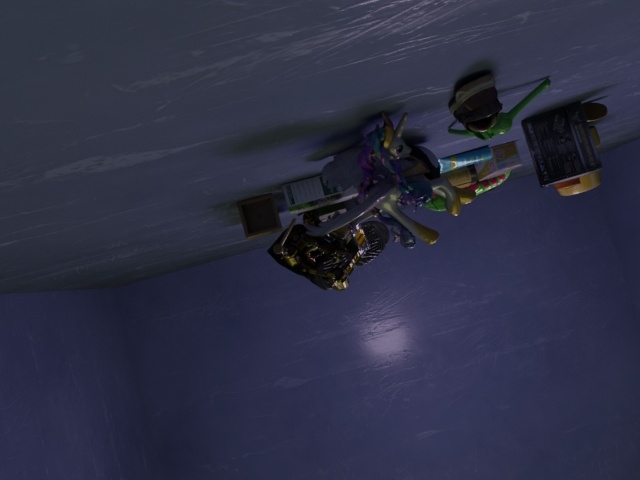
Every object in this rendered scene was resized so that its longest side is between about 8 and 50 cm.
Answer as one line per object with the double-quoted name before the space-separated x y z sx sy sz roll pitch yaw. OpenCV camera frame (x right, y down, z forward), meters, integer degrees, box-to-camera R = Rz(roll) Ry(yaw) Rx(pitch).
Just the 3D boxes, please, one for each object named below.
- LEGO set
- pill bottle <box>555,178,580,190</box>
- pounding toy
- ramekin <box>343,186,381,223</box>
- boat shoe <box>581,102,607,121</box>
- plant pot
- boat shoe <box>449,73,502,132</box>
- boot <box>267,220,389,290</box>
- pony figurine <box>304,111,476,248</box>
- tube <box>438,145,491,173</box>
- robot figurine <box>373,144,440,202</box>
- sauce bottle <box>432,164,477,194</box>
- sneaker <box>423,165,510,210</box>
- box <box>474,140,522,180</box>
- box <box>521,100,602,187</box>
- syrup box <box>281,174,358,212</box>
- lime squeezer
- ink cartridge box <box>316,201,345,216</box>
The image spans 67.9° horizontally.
"LEGO set" 0.000 0.000 1.626 0.255 0.331 0.192 -46 143 -13
"pill bottle" 0.941 -0.324 1.868 0.130 0.246 0.130 -15 176 -1
"pounding toy" -0.172 -0.050 1.650 0.180 0.206 0.094 -15 177 -4
"ramekin" 0.201 -0.168 1.708 0.272 0.127 0.273 -29 180 0
"boat shoe" 0.862 -0.419 1.592 0.169 0.063 0.059 -6 -179 9
"plant pot" 1.075 -0.331 2.037 0.253 0.239 0.254 -23 -172 3
"boat shoe" 0.358 -0.292 1.084 0.102 0.093 0.285 -19 177 13
"boot" 0.018 0.013 1.936 0.366 0.146 0.445 -33 -158 -18
"pony figurine" 0.164 -0.127 1.203 0.350 0.303 0.363 -31 127 34
"tube" 0.570 -0.322 1.891 0.206 0.052 0.080 -15 134 6
"robot figurine" 0.251 -0.198 1.433 0.209 0.174 0.278 -22 174 40
"sauce bottle" 0.532 -0.265 2.157 0.343 0.112 0.111 -14 176 -9
"sneaker" 0.717 -0.266 2.353 0.482 0.186 0.202 -17 172 38
"box" 0.752 -0.336 2.032 0.114 0.103 0.203 -16 177 -5
"box" 0.778 -0.308 1.542 0.182 0.231 0.056 -17 173 19
"syrup box" -0.001 -0.162 1.570 0.236 0.093 0.096 -15 176 -2
"lime squeezer" 0.437 -0.311 1.233 0.058 0.110 0.310 20 158 -28
"ink cartridge box" 0.033 -0.151 1.867 0.188 0.097 0.255 -16 177 16
